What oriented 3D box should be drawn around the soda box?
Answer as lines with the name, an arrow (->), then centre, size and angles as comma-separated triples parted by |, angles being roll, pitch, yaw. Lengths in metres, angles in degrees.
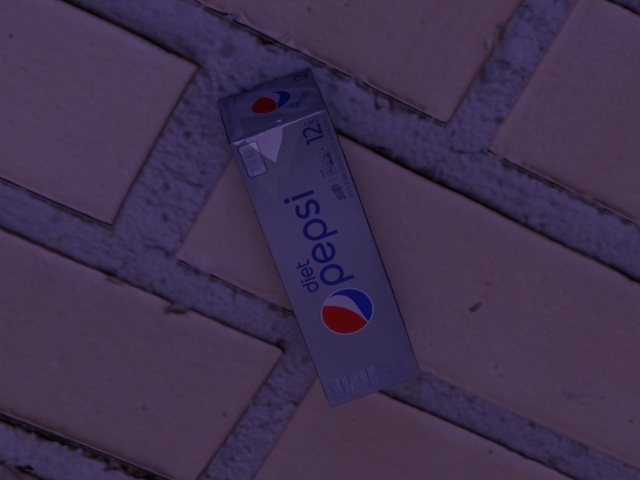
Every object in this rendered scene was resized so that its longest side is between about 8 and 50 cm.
soda box -> 0.000, 0.000, 1.689 | 0.091, 0.098, 0.286 | -20, 119, 1
